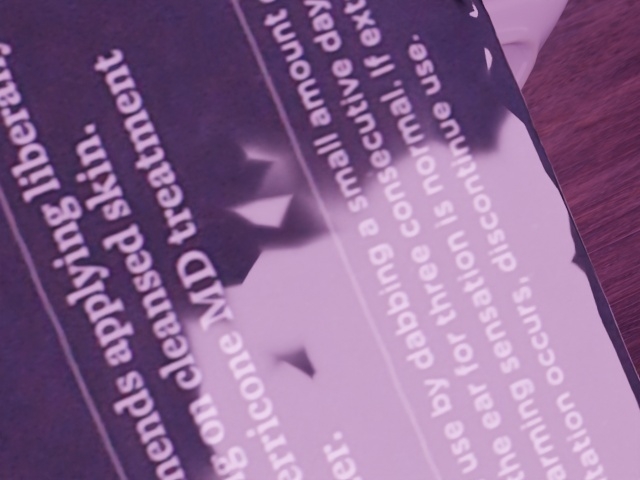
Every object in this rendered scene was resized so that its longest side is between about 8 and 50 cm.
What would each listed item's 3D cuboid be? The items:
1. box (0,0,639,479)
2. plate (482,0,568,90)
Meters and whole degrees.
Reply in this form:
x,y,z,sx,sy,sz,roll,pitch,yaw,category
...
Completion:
x,y,z,sx,sy,sz,roll,pitch,yaw,category
-0.200,0.104,0.629,0.472,0.297,0.480,-22,-178,-17,box
0.019,-0.053,1.096,0.277,0.045,0.278,-17,148,-36,plate
